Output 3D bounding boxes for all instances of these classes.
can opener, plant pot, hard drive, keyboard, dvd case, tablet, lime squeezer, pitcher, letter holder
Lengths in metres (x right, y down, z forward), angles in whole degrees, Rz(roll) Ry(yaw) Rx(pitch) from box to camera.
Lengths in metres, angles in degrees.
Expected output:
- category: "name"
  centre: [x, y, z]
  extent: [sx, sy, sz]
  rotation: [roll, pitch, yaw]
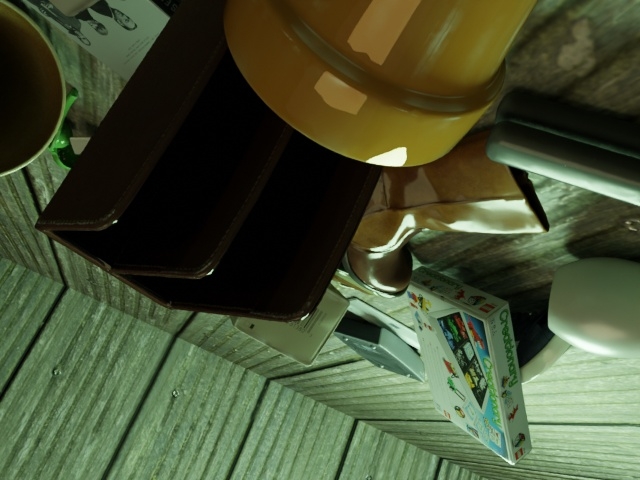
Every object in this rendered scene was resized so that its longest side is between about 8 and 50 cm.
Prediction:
- category: "can opener"
  centre: [0.299, -0.057, 0.554]
  extent: [0.283, 0.076, 0.095]
  rotation: [19, 156, 11]
- category: "plant pot"
  centre: [-0.523, -0.223, 0.798]
  extent: [0.254, 0.237, 0.237]
  rotation: [21, 161, 42]
- category: "hard drive"
  centre: [0.148, 0.267, 1.417]
  extent: [0.171, 0.054, 0.254]
  rotation: [10, 156, 42]
- category: "keyboard"
  centre: [0.164, 0.195, 1.321]
  extent: [0.256, 0.014, 0.072]
  rotation: [31, 151, -18]
- category: "dvd case"
  centre: [-0.235, -0.257, 0.670]
  extent: [0.238, 0.030, 0.179]
  rotation: [37, 153, -31]
- category: "tablet"
  centre: [-0.385, -0.163, 0.995]
  extent: [0.083, 0.006, 0.054]
  rotation: [-3, 158, -14]
- category: "lime squeezer"
  centre: [-0.437, -0.166, 1.025]
  extent: [0.109, 0.059, 0.310]
  rotation: [21, 156, 6]
- category: "pitcher"
  centre: [0.411, 0.092, 0.739]
  extent: [0.207, 0.126, 0.177]
  rotation: [7, 175, 28]
- category: "plant pot"
  centre: [0.063, -0.184, 0.366]
  extent: [0.205, 0.205, 0.188]
  rotation: [27, 142, -10]
- category: "letter holder"
  centre: [-0.063, -0.099, 0.504]
  extent: [0.214, 0.302, 0.152]
  rotation: [0, 148, 42]

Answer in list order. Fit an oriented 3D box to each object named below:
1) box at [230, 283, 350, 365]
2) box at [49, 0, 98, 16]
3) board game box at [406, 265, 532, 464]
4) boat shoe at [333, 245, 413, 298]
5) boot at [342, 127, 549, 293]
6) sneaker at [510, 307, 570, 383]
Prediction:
- category: "box"
  centre: [-0.082, 0.075, 0.980]
  extent: [0.148, 0.121, 0.311]
  rotation: [32, -178, -22]
- category: "box"
  centre: [-0.120, -0.264, 0.350]
  extent: [0.181, 0.181, 0.119]
  rotation: [-1, 148, 43]
- category: "board game box"
  centre: [0.245, 0.206, 0.963]
  extent: [0.193, 0.053, 0.306]
  rotation: [26, 139, 55]
- category: "boat shoe"
  centre: [0.000, 0.000, 0.904]
  extent: [0.324, 0.123, 0.119]
  rotation: [36, 157, -26]
- category: "boot"
  centre: [0.152, -0.024, 0.748]
  extent: [0.280, 0.096, 0.264]
  rotation: [-4, 129, 35]
- category: "sneaker"
  centre: [0.319, 0.164, 0.981]
  extent: [0.148, 0.131, 0.350]
  rotation: [53, 148, 19]
